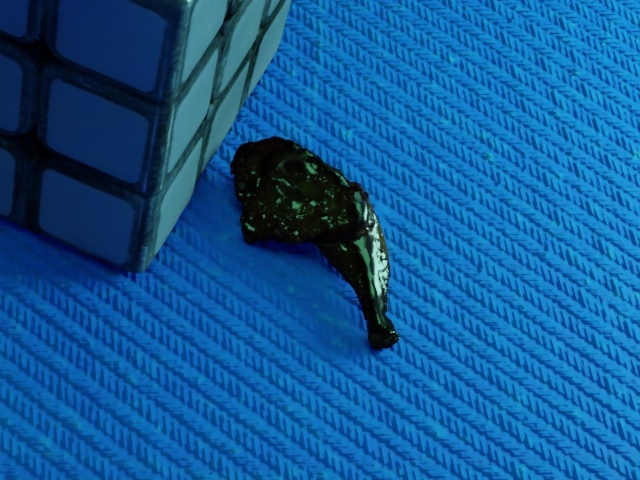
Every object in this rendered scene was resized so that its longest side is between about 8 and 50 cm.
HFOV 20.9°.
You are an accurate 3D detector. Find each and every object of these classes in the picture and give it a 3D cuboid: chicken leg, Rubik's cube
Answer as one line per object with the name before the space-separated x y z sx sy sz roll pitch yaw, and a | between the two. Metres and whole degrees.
chicken leg | 0.004 -0.006 1.355 0.205 0.053 0.093 38 75 25
Rubik's cube | -0.189 -0.212 1.307 0.301 0.303 0.305 25 51 6
